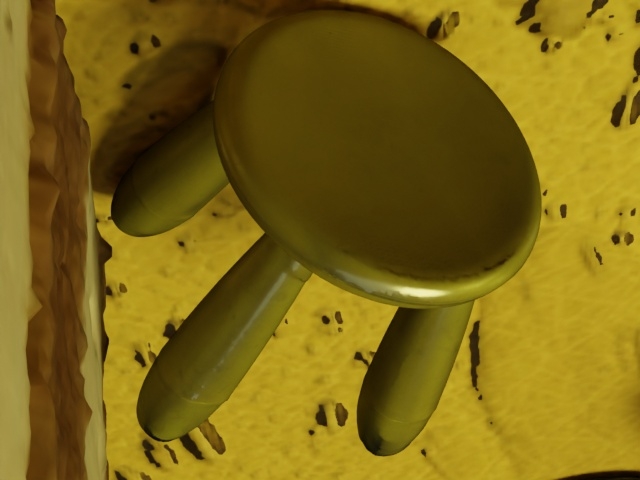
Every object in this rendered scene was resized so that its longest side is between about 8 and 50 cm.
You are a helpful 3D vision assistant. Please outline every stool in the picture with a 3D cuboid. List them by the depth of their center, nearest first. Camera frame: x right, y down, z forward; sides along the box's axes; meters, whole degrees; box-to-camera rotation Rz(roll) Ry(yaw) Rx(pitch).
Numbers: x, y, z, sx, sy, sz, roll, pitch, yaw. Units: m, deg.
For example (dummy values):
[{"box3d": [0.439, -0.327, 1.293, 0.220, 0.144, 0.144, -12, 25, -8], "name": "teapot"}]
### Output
[{"box3d": [0.000, 0.000, 0.616, 0.134, 0.135, 0.110, 42, 135, 4], "name": "stool"}]

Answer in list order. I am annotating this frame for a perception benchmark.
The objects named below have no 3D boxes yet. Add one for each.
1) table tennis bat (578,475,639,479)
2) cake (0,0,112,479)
[{"box3d": [0.163, 0.172, 0.972, 0.236, 0.027, 0.150, 15, 135, -31], "name": "table tennis bat"}, {"box3d": [-0.189, 0.040, 0.481, 0.255, 0.282, 0.290, -4, 148, -1], "name": "cake"}]
